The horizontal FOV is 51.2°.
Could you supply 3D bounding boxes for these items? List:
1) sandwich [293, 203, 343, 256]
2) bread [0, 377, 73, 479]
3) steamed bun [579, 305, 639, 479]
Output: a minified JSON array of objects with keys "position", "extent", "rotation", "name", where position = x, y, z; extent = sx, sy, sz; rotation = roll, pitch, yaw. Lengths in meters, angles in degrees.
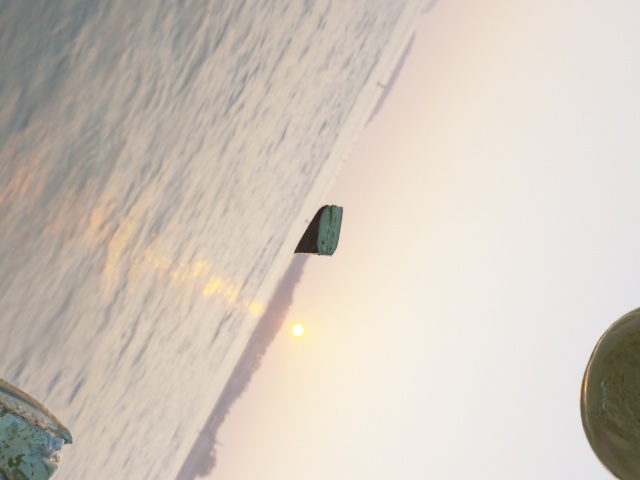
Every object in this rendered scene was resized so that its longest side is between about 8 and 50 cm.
[{"position":[0.000,0.000,0.757],"extent":[0.083,0.030,0.044],"rotation":[-59,-144,34],"name":"sandwich"},{"position":[-0.675,0.415,1.244],"extent":[0.341,0.300,0.210],"rotation":[-56,-156,-7],"name":"bread"},{"position":[0.465,0.229,0.915],"extent":[0.166,0.232,0.273],"rotation":[6,-106,45],"name":"steamed bun"}]
